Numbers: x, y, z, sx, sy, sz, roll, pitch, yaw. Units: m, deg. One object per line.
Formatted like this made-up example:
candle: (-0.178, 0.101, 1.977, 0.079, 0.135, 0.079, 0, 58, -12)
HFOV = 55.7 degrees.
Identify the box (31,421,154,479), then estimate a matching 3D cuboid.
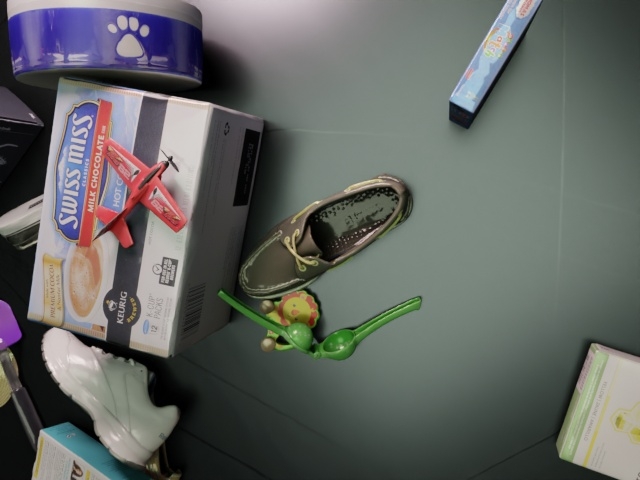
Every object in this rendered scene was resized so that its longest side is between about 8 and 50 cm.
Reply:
box: (-0.384, 0.406, 1.019, 0.244, 0.060, 0.101, 18, 100, 30)

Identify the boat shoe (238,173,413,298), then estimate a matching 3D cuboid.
boat shoe: (-0.002, -0.004, 0.913, 0.305, 0.091, 0.109, -30, 85, 9)

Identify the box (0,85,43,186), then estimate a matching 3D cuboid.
box: (-0.599, -0.158, 1.013, 0.108, 0.153, 0.207, 42, 101, 7)

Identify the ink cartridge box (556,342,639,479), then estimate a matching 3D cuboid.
ink cartridge box: (0.479, 0.264, 0.857, 0.235, 0.056, 0.171, 17, 98, 13)

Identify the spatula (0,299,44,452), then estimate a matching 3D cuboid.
spatula: (-0.554, 0.248, 1.091, 0.030, 0.084, 0.297, -11, 101, 55)

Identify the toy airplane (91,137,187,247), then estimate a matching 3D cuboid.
toy airplane: (-0.233, -0.051, 0.763, 0.151, 0.028, 0.151, 1, 94, 12)

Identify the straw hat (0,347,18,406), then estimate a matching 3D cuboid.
straw hat: (-0.629, 0.249, 1.100, 0.144, 0.061, 0.145, 1, 95, 13)

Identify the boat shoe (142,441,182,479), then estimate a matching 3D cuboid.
boat shoe: (-0.272, 0.413, 1.035, 0.072, 0.068, 0.190, -17, 91, 2)

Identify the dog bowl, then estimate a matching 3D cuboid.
dog bowl: (-0.304, -0.281, 0.878, 0.264, 0.265, 0.104, 1, 97, 13)

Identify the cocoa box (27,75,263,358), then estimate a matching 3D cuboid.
cocoa box: (-0.250, -0.040, 0.902, 0.227, 0.231, 0.347, 12, 97, 11)

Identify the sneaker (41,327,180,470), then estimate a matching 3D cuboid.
sneaker: (-0.356, 0.245, 1.028, 0.297, 0.111, 0.129, 42, 71, 16)

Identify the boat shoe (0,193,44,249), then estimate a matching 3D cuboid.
boat shoe: (-0.440, -0.047, 1.033, 0.219, 0.078, 0.070, -20, 125, 10)

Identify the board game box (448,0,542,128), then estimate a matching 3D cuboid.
board game box: (0.223, -0.232, 0.790, 0.039, 0.211, 0.160, 32, 101, 8)

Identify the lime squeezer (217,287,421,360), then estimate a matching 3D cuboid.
lime squeezer: (-0.004, 0.135, 0.927, 0.310, 0.059, 0.110, 4, 126, -7)

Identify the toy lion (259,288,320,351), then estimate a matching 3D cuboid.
toy lion: (-0.048, 0.128, 0.977, 0.096, 0.034, 0.100, 0, 95, 5)
